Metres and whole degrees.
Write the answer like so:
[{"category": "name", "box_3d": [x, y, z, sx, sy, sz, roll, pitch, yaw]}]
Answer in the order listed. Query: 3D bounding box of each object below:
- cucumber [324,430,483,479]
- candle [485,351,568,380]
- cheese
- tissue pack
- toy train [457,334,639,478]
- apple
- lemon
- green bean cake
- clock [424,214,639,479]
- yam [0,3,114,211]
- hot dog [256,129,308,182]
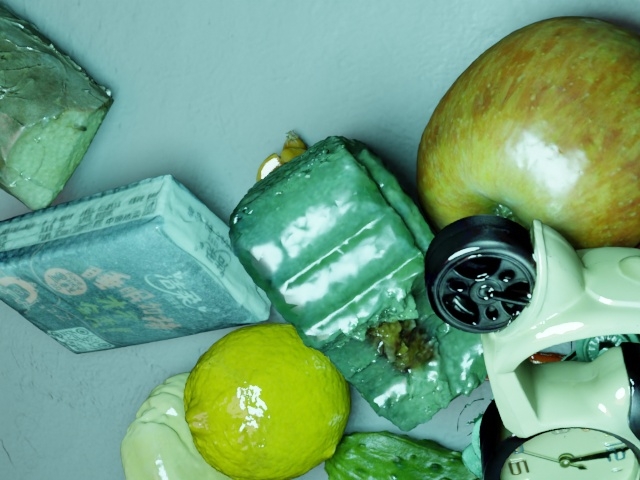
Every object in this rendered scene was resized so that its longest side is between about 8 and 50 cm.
[{"category": "cucumber", "box_3d": [0.094, 0.291, 1.535, 0.244, 0.134, 0.134, 20, 115, 31]}, {"category": "candle", "box_3d": [0.269, 0.149, 1.433, 0.329, 0.048, 0.051, 7, 70, 25]}, {"category": "cheese", "box_3d": [-0.153, 0.285, 1.604, 0.117, 0.214, 0.226, -30, 98, 36]}, {"category": "tissue pack", "box_3d": [-0.248, 0.043, 1.575, 0.316, 0.103, 0.228, -12, 142, 30]}, {"category": "toy train", "box_3d": [0.287, 0.186, 1.331, 0.307, 0.126, 0.189, -45, 78, 26]}, {"category": "apple", "box_3d": [0.227, -0.069, 1.261, 0.277, 0.250, 0.309, 21, 116, 18]}, {"category": "lemon", "box_3d": [-0.062, 0.195, 1.518, 0.192, 0.231, 0.192, 6, 98, 47]}, {"category": "green bean cake", "box_3d": [0.055, 0.045, 1.320, 0.169, 0.300, 0.308, -34, 98, 4]}, {"category": "clock", "box_3d": [0.258, 0.125, 1.178, 0.276, 0.120, 0.379, -9, 127, 9]}, {"category": "yam", "box_3d": [-0.409, -0.172, 1.599, 0.271, 0.201, 0.202, 33, 120, 6]}, {"category": "hot dog", "box_3d": [0.000, 0.000, 1.508, 0.109, 0.072, 0.269, -12, 102, 28]}]
